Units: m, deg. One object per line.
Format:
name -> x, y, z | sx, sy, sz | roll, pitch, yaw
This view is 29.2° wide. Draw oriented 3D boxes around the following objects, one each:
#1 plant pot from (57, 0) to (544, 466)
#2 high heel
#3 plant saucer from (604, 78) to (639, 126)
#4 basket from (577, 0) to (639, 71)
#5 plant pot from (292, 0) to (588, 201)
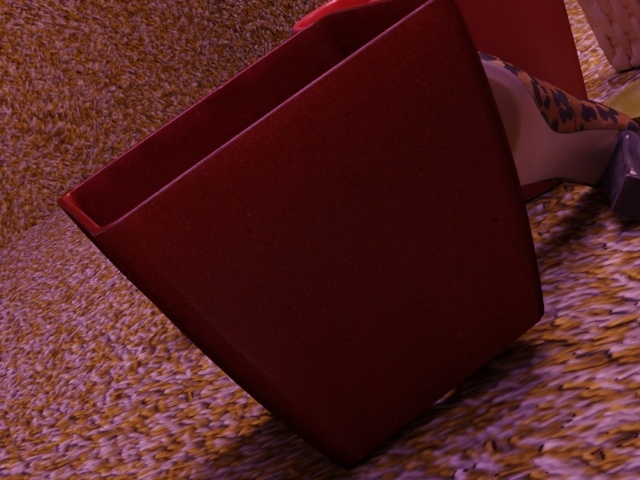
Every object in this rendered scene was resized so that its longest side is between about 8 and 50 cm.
plant pot -> 0.000, 0.000, 0.877 | 0.267, 0.236, 0.267 | -36, 15, -10
high heel -> 0.163, -0.109, 1.044 | 0.093, 0.261, 0.186 | -61, 5, 21
plant saucer -> 0.377, -0.152, 1.152 | 0.241, 0.037, 0.241 | -26, 10, 5
basket -> 0.438, -0.401, 1.369 | 0.266, 0.331, 0.328 | -35, 15, -22
plant pot -> 0.140, -0.164, 1.234 | 0.275, 0.243, 0.275 | -25, 14, 7
